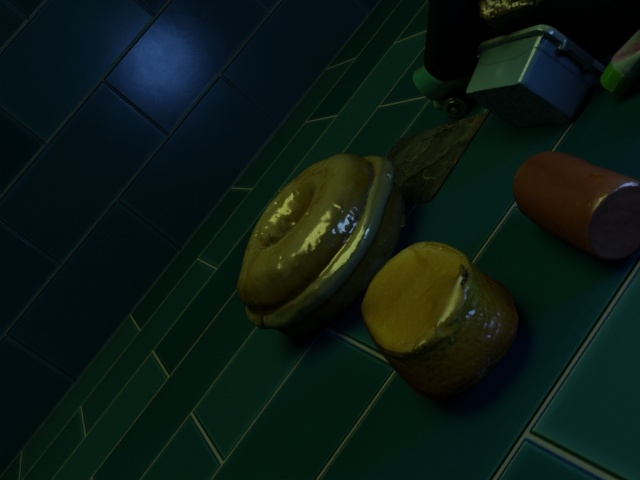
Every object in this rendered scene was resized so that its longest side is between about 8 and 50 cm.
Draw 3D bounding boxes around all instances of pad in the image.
[{"bbox_3d":[0.212,-0.171,1.681,0.247,0.007,0.367,-56,20,-16],"label":"pad"}]

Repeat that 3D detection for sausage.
[{"bbox_3d":[0.346,-0.058,1.012,0.113,0.113,0.259,-48,20,5],"label":"sausage"}]

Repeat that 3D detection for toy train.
[{"bbox_3d":[0.319,-0.373,1.600,0.248,0.159,0.101,-27,34,45],"label":"toy train"}]

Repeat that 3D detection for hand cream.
[{"bbox_3d":[0.505,-0.341,1.091,0.275,0.050,0.079,110,154,-46],"label":"hand cream"}]

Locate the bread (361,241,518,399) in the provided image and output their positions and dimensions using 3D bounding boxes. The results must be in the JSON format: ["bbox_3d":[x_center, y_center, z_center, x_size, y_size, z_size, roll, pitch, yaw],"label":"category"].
[{"bbox_3d":[0.166,0.109,1.040,0.195,0.143,0.269,-46,21,4],"label":"bread"}]

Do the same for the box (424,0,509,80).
[{"bbox_3d":[0.340,-0.452,1.391,0.290,0.289,0.073,-15,44,-15],"label":"box"}]

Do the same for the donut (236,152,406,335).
[{"bbox_3d":[0.000,0.000,1.535,0.449,0.198,0.449,-43,21,21],"label":"donut"}]

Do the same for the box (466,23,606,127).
[{"bbox_3d":[0.378,-0.292,1.319,0.130,0.162,0.227,-63,20,-5],"label":"box"}]

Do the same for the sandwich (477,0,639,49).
[{"bbox_3d":[0.461,-0.425,1.239,0.301,0.271,0.099,-19,65,58],"label":"sandwich"}]
